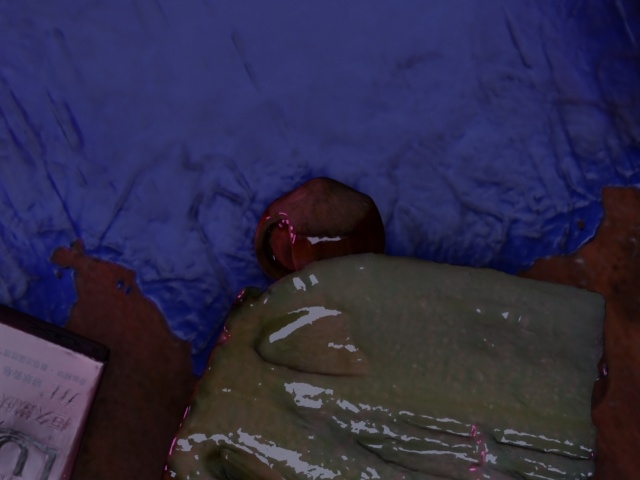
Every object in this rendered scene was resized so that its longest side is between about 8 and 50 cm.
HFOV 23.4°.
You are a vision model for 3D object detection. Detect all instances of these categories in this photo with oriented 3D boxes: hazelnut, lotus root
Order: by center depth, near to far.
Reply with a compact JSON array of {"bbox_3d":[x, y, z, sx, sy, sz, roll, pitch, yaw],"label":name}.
[{"bbox_3d":[0.031,0.155,0.970,0.260,0.149,0.267,10,63,-4],"label":"lotus root"},{"bbox_3d":[0.000,0.000,1.017,0.086,0.086,0.086,0,96,-4],"label":"hazelnut"}]

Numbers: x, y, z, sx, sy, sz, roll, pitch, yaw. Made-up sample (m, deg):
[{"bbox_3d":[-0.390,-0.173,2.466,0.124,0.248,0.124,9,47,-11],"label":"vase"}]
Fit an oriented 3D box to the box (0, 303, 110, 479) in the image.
[{"bbox_3d":[-0.225,0.098,1.018,0.156,0.060,0.111,21,96,-5],"label":"box"}]
